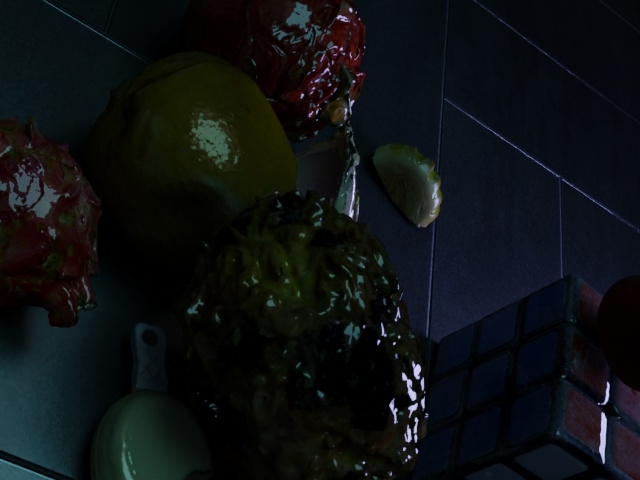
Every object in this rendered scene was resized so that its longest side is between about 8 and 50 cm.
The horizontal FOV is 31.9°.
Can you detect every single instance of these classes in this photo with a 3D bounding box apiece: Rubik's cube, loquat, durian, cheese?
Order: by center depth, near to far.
[{"bbox_3d":[-0.222,0.222,1.369,0.163,0.071,0.248,-8,72,-46],"label":"cheese"},{"bbox_3d":[-0.163,-0.100,1.472,0.284,0.276,0.276,35,46,-21],"label":"loquat"},{"bbox_3d":[0.004,-0.002,1.669,0.195,0.186,0.305,56,27,-42],"label":"durian"},{"bbox_3d":[0.358,0.286,1.703,0.304,0.301,0.305,37,46,-19],"label":"Rubik's cube"}]

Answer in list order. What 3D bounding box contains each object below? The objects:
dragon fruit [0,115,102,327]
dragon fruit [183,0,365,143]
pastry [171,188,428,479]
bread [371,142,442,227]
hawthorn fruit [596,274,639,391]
[{"bbox_3d":[-0.351,-0.018,1.309,0.205,0.210,0.268,-37,91,-8],"label":"dragon fruit"},{"bbox_3d":[-0.068,-0.294,1.670,0.277,0.277,0.342,2,34,-42],"label":"dragon fruit"},{"bbox_3d":[-0.019,0.158,1.352,0.292,0.405,0.337,-17,49,-19],"label":"pastry"},{"bbox_3d":[0.158,-0.108,1.913,0.157,0.094,0.083,45,47,-1],"label":"bread"},{"bbox_3d":[0.465,0.139,1.556,0.169,0.169,0.188,40,47,-18],"label":"hawthorn fruit"}]
